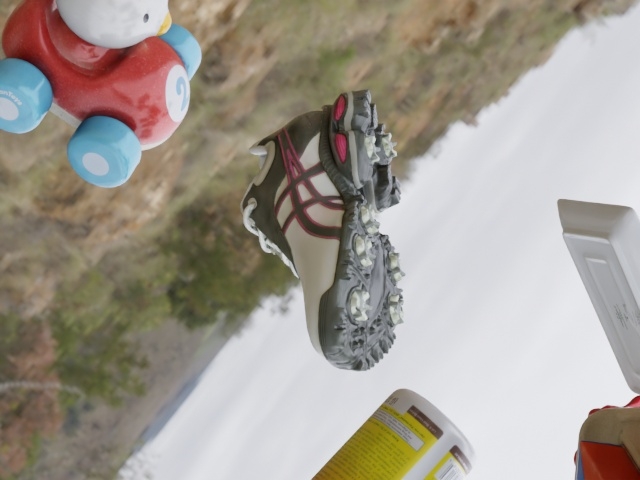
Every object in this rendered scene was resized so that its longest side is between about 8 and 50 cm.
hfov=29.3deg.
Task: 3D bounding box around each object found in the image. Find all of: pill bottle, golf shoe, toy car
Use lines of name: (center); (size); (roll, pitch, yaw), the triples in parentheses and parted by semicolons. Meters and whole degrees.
pill bottle: (0.055, 0.267, 1.283); (0.215, 0.117, 0.117); (-45, -179, -13)
golf shoe: (0.000, 0.000, 0.967); (0.120, 0.105, 0.273); (-15, -139, 15)
toy car: (-0.204, -0.222, 1.255); (0.238, 0.210, 0.219); (-48, -167, 45)

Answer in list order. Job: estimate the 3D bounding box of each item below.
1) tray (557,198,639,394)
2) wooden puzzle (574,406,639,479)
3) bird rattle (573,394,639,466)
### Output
tray: (0.344, 0.080, 1.361); (0.030, 0.270, 0.145); (-32, -164, -18)
wooden puzzle: (0.284, 0.299, 1.054); (0.348, 0.080, 0.322); (150, -51, -73)
bird rattle: (0.402, 0.283, 1.361); (0.143, 0.253, 0.207); (137, -39, -57)
